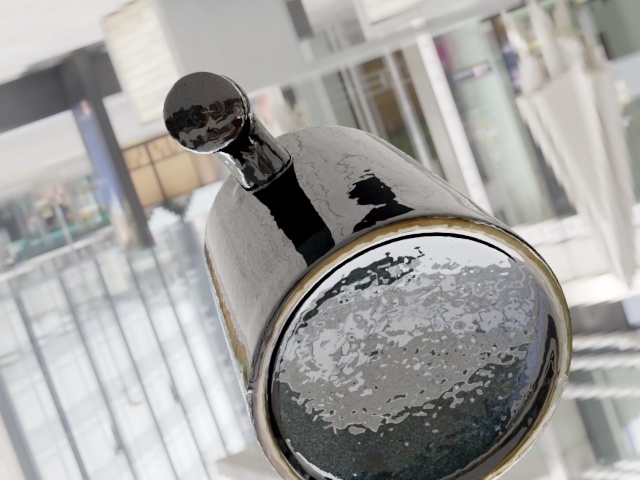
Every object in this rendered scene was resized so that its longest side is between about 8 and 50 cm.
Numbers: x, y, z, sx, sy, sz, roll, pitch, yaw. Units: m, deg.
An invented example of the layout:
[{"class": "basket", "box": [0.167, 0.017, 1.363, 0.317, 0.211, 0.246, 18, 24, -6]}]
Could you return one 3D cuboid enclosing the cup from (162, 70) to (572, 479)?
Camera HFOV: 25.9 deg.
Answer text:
[{"class": "cup", "box": [0.017, -0.002, 0.732, 0.166, 0.239, 0.177, -17, -153, -9]}]
